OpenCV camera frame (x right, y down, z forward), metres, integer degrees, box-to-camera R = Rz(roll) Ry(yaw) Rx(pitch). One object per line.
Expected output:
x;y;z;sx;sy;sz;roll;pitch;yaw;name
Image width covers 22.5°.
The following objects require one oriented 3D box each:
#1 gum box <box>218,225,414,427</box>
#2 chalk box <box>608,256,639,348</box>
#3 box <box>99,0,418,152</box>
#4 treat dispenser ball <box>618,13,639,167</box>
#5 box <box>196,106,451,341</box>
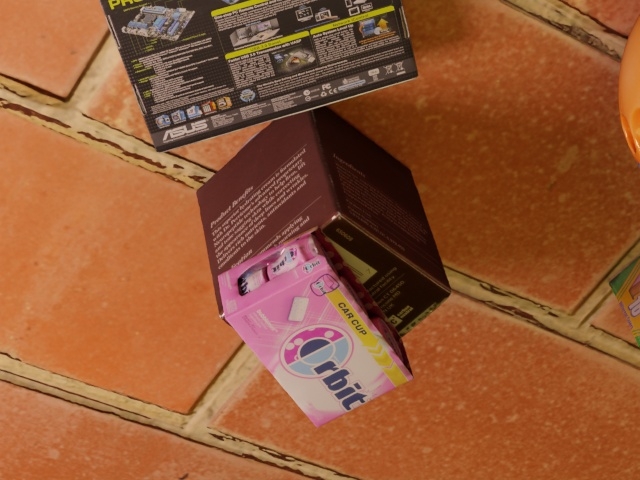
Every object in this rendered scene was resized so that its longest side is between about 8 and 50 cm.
-0.006;0.079;1.491;0.107;0.062;0.188;-28;130;11;gum box
0.457;0.050;1.797;0.132;0.132;0.213;34;115;-32;chalk box
-0.059;-0.214;1.505;0.270;0.060;0.216;-17;130;1;box
0.427;-0.144;1.520;0.288;0.288;0.288;-6;131;-7;treat dispenser ball
0.000;0.000;1.603;0.168;0.203;0.167;-41;126;22;box
